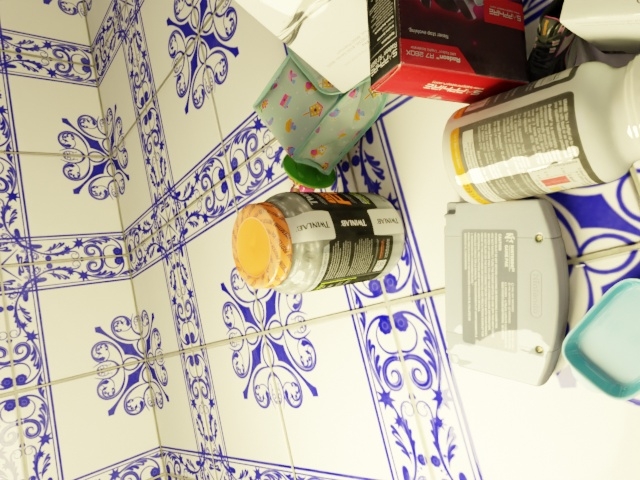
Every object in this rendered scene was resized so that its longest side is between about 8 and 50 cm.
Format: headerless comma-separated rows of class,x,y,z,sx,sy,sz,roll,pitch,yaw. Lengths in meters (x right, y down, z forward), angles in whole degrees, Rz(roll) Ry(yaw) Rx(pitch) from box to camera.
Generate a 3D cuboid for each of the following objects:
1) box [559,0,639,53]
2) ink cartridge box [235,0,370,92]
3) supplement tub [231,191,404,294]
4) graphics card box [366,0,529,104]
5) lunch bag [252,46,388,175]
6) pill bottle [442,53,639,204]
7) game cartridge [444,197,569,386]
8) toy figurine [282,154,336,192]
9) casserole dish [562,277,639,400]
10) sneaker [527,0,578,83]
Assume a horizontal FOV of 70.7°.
box,0.407,-0.288,0.507,0.181,0.182,0.119,23,110,44
ink cartridge box,-0.032,-0.488,0.749,0.166,0.395,0.285,-25,50,38
supplement tub,0.000,0.000,0.888,0.194,0.316,0.193,6,99,47
graphics card box,0.185,-0.405,0.679,0.094,0.233,0.370,165,104,-68
lunch bag,0.007,-0.314,0.971,0.262,0.160,0.223,-49,55,23
pill bottle,0.327,-0.147,0.625,0.279,0.162,0.162,-8,88,48
game cartridge,0.305,0.080,0.757,0.198,0.062,0.297,2,96,43
toy figurine,-0.053,-0.130,1.101,0.159,0.130,0.173,117,152,-42
casserole dish,0.432,0.137,0.634,0.114,0.037,0.188,47,125,35
sneaker,0.339,-0.299,0.660,0.072,0.077,0.178,38,121,40
